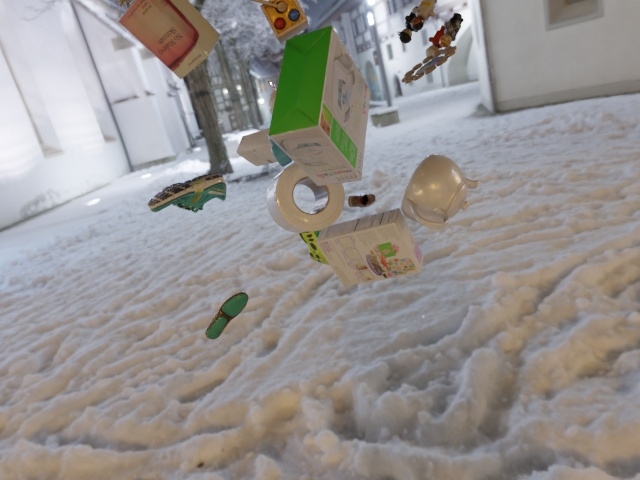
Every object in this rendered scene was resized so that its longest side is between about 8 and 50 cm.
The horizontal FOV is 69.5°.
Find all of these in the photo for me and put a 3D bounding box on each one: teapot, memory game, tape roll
[{"bbox_3d":[0.394,-0.147,1.511,0.187,0.256,0.252,31,1,22],"label":"teapot"},{"bbox_3d":[0.327,-0.534,1.399,0.186,0.012,0.186,-31,23,15],"label":"memory game"},{"bbox_3d":[-0.055,-0.149,1.613,0.246,0.246,0.169,-19,4,-16],"label":"tape roll"}]

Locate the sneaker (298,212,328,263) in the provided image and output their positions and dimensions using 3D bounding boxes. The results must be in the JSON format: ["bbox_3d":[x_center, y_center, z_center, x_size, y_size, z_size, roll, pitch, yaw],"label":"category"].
[{"bbox_3d":[0.000,0.000,1.951,0.110,0.295,0.123,19,60,33],"label":"sneaker"}]

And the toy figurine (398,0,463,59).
[{"bbox_3d":[0.436,-0.839,1.836,0.148,0.213,0.209,-60,11,3],"label":"toy figurine"}]

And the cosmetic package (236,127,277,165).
[{"bbox_3d":[-0.205,-0.359,1.772,0.231,0.085,0.117,0,-23,46],"label":"cosmetic package"}]

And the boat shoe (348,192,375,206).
[{"bbox_3d":[0.192,-0.173,2.003,0.060,0.064,0.178,1,9,39],"label":"boat shoe"}]

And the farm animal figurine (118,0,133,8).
[{"bbox_3d":[-0.660,-0.860,1.484,0.330,0.172,0.326,7,30,-39],"label":"farm animal figurine"}]

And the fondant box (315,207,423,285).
[{"bbox_3d":[0.183,0.034,1.717,0.330,0.238,0.096,-13,33,32],"label":"fondant box"}]

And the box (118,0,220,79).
[{"bbox_3d":[-0.445,-0.631,1.374,0.149,0.232,0.126,-20,42,37],"label":"box"}]

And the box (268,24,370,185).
[{"bbox_3d":[0.007,-0.294,1.053,0.127,0.261,0.231,-4,-24,28],"label":"box"}]

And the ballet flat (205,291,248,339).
[{"bbox_3d":[-0.336,0.257,1.633,0.206,0.073,0.067,-47,18,-2],"label":"ballet flat"}]

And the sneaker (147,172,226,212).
[{"bbox_3d":[-0.437,-0.141,1.548,0.275,0.109,0.107,-22,27,-30],"label":"sneaker"}]

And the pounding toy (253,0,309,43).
[{"bbox_3d":[-0.128,-0.710,1.435,0.130,0.141,0.100,-28,8,8],"label":"pounding toy"}]

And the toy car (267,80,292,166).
[{"bbox_3d":[-0.090,-0.395,1.407,0.219,0.238,0.210,-29,36,8],"label":"toy car"}]
